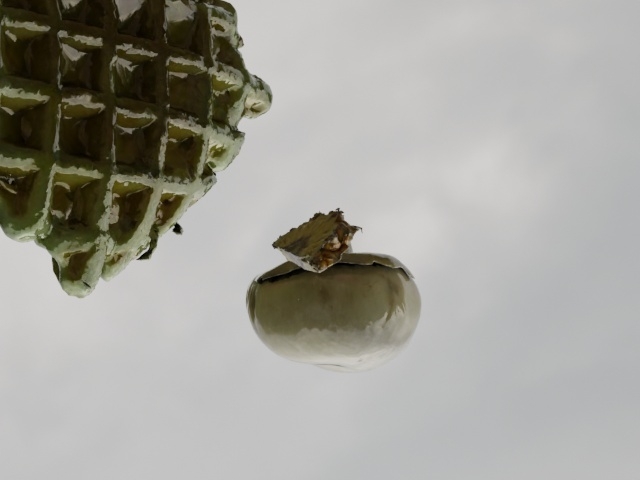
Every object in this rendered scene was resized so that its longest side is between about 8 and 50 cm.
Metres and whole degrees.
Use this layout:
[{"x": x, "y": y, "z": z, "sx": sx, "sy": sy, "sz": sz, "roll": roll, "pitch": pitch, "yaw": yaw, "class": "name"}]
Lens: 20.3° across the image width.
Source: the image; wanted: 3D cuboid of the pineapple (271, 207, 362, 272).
[{"x": 0.000, "y": 0.000, "z": 1.094, "sx": 0.045, "sy": 0.019, "sz": 0.083, "roll": -42, "pitch": -164, "yaw": -11, "class": "pineapple"}]

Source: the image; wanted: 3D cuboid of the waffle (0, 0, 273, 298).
[{"x": -0.113, "y": -0.090, "z": 0.854, "sx": 0.054, "sy": 0.208, "sz": 0.214, "roll": -14, "pitch": -151, "yaw": 41, "class": "waffle"}]

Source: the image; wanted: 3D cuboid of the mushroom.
[{"x": 0.009, "y": 0.048, "z": 1.487, "sx": 0.154, "sy": 0.154, "sz": 0.122, "roll": -7, "pitch": -103, "yaw": 13, "class": "mushroom"}]
